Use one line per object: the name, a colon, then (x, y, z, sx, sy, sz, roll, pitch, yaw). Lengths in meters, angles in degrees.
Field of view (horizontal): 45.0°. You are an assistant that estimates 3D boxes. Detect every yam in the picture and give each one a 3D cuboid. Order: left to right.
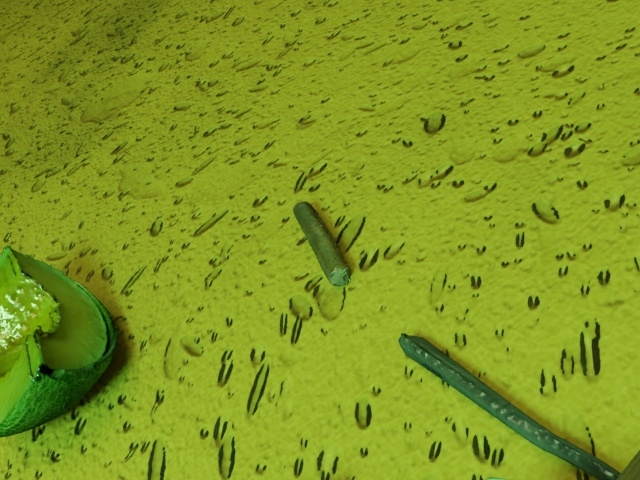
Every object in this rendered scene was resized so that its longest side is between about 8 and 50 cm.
yam: (0.000, 0.000, 0.898, 0.032, 0.032, 0.145, -35, 39, 4)

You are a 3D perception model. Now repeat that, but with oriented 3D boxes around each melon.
melon: (-0.351, 0.150, 0.962, 0.169, 0.129, 0.265, -56, 41, 13)

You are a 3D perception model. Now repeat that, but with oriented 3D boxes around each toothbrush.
toothbrush: (0.161, 0.150, 0.638, 0.030, 0.030, 0.297, -53, 42, -2)

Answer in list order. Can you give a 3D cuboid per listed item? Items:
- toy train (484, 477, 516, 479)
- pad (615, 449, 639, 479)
toy train: (0.034, 0.275, 0.533, 0.369, 0.150, 0.237, -2, 43, 35)
pad: (0.213, 0.231, 0.335, 0.286, 0.018, 0.284, -41, 38, -23)
